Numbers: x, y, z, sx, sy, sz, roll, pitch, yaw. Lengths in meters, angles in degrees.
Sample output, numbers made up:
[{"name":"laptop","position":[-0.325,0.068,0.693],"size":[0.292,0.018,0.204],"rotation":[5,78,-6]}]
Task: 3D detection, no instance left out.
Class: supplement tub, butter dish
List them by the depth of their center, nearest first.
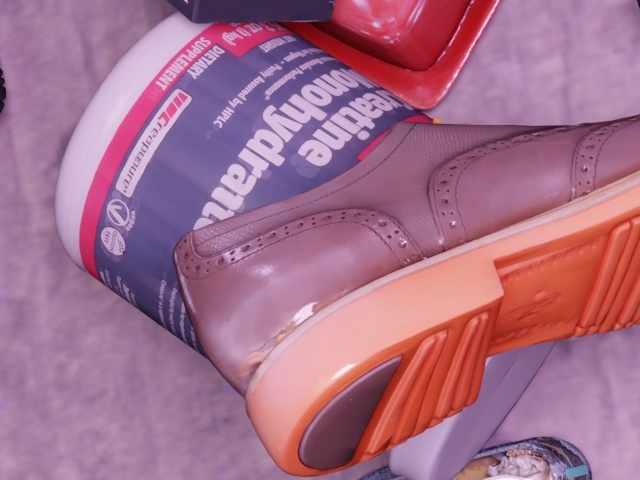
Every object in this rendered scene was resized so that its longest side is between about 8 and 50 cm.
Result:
[{"name":"supplement tub","position":[0.000,0.000,0.929],"size":[0.272,0.191,0.191],"rotation":[34,98,17]},{"name":"butter dish","position":[0.031,-0.184,0.966],"size":[0.160,0.118,0.160],"rotation":[32,97,17]}]

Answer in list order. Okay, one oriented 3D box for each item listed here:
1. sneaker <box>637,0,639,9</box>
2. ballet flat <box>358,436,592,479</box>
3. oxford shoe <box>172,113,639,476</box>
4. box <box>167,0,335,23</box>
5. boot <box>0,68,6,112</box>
[{"name":"sneaker","position":[0.247,-0.165,0.891],"size":[0.146,0.102,0.293],"rotation":[9,98,23]},{"name":"ballet flat","position":[0.070,0.162,0.966],"size":[0.188,0.070,0.070],"rotation":[-24,80,16]},{"name":"oxford shoe","position":[0.101,-0.023,0.775],"size":[0.133,0.363,0.130],"rotation":[51,147,29]},{"name":"box","position":[-0.080,-0.262,0.932],"size":[0.261,0.103,0.184],"rotation":[43,131,42]},{"name":"boot","position":[-0.347,-0.139,1.102],"size":[0.207,0.094,0.246],"rotation":[-31,72,11]}]
